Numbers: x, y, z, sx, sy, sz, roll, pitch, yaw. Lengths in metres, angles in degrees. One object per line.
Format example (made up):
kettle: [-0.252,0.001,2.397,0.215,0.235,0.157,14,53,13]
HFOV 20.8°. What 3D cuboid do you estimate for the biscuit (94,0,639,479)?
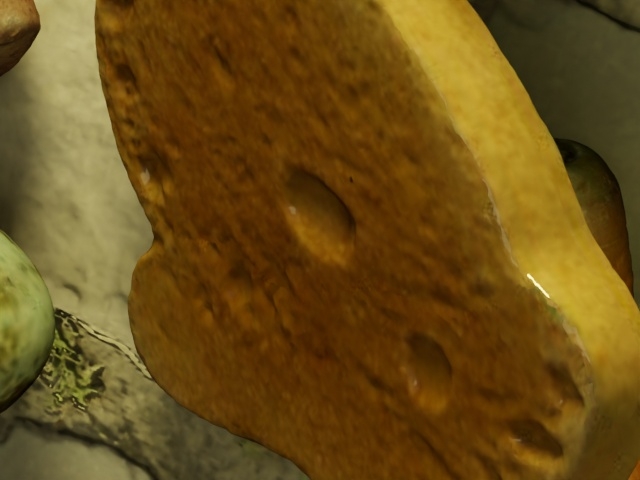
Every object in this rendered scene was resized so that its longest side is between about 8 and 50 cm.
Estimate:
biscuit: [0.002,0.000,0.793,0.343,0.057,0.287,58,140,15]

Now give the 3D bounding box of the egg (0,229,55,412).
egg: [-0.248,0.038,0.891,0.231,0.169,0.169,6,105,11]

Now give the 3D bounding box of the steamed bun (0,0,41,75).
steamed bun: [-0.240,-0.128,0.882,0.175,0.106,0.144,-23,90,28]

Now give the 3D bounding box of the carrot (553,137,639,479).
carrot: [0.107,0.052,0.802,0.087,0.087,0.193,-2,106,22]
